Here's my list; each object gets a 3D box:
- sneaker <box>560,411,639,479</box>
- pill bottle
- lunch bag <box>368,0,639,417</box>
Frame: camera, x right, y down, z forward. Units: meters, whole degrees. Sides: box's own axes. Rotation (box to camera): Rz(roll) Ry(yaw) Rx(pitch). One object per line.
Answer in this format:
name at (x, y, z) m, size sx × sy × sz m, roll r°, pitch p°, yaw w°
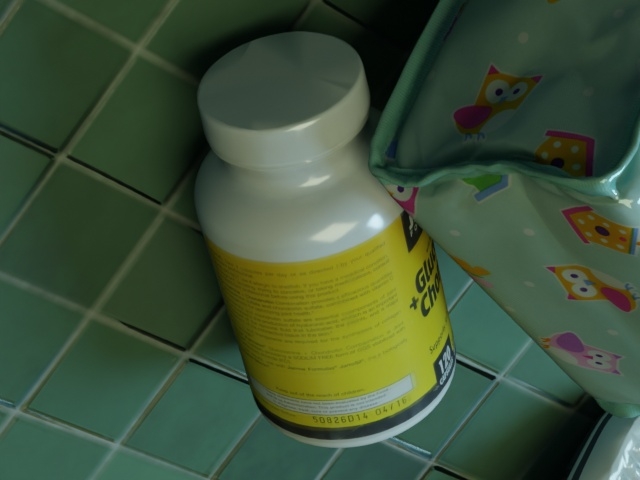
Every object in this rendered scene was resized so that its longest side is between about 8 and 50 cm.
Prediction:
sneaker at (0.136, 0.239, 1.136) m, size 0.126 × 0.127 × 0.321 m, roll 11°, pitch 91°, yaw -39°
pill bottle at (0.000, 0.000, 0.899) m, size 0.103 × 0.103 × 0.184 m, roll -24°, pitch 130°, yaw -12°
lunch bag at (0.167, -0.078, 0.895) m, size 0.223 × 0.160 × 0.262 m, roll 42°, pitch 61°, yaw -39°
